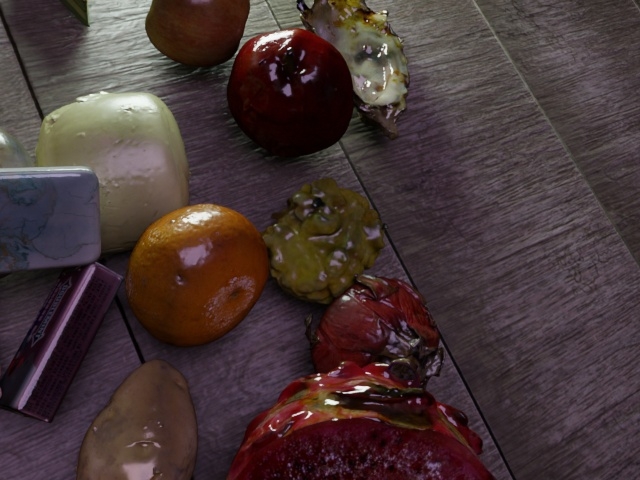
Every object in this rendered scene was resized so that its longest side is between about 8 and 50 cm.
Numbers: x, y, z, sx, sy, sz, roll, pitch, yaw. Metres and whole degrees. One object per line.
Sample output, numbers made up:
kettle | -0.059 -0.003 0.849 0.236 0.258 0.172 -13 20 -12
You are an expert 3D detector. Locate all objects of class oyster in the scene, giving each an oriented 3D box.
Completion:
oyster | 0.093 -0.362 1.221 0.221 0.096 0.361 -24 77 -29

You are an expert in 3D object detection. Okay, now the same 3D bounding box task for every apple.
apple | -0.221 -0.414 1.093 0.174 0.188 0.188 14 66 -17

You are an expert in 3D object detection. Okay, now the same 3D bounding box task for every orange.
orange | -0.185 0.049 0.908 0.224 0.224 0.170 -38 56 -26

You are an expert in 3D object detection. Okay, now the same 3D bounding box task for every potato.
potato | -0.245 0.289 0.838 0.161 0.128 0.235 35 58 -6

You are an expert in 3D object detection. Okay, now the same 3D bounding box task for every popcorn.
popcorn | 0.001 -0.001 1.004 0.189 0.169 0.218 38 57 -1

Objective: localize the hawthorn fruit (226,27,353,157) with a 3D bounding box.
hawthorn fruit | -0.053 -0.273 1.037 0.230 0.266 0.210 14 76 4

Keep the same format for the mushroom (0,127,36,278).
mushroom | -0.512 -0.050 0.847 0.254 0.184 0.255 0 103 -1

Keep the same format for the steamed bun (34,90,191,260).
steamed bun | -0.329 -0.113 0.951 0.232 0.166 0.273 -5 71 -20

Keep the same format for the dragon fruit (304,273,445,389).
dragon fruit | 0.110 0.173 0.926 0.218 0.148 0.224 -37 125 -20

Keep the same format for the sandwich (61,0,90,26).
sandwich | -0.489 -0.477 1.097 0.113 0.079 0.163 -7 73 -17

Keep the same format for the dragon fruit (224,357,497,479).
dragon fruit | 0.050 0.334 0.820 0.371 0.249 0.386 -36 107 13

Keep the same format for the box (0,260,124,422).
box | -0.376 0.141 0.861 0.069 0.120 0.224 39 57 -33

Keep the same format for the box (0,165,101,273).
box | -0.432 -0.022 0.765 0.285 0.142 0.044 -6 28 -28
